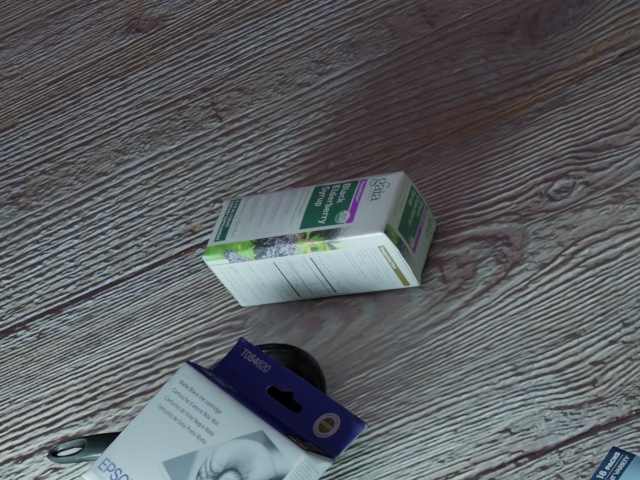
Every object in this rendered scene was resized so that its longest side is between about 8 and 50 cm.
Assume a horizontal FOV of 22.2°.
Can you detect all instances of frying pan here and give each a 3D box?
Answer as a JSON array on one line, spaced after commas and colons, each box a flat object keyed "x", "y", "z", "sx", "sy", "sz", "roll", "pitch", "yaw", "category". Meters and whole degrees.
[{"x": -0.131, "y": 0.224, "z": 1.699, "sx": 0.326, "sy": 0.053, "sz": 0.197, "roll": -30, "pitch": 39, "yaw": 9, "category": "frying pan"}]

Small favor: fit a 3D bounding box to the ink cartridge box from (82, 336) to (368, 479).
[{"x": -0.099, "y": 0.210, "z": 1.626, "sx": 0.224, "sy": 0.045, "sz": 0.223, "roll": -48, "pitch": 43, "yaw": -13, "category": "ink cartridge box"}]

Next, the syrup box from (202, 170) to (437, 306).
[{"x": 0.000, "y": 0.000, "z": 1.798, "sx": 0.237, "sy": 0.096, "sz": 0.093, "roll": -8, "pitch": 45, "yaw": 32, "category": "syrup box"}]

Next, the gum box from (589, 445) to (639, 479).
[{"x": 0.279, "y": 0.269, "z": 1.357, "sx": 0.184, "sy": 0.041, "sz": 0.157, "roll": 19, "pitch": 63, "yaw": 45, "category": "gum box"}]
